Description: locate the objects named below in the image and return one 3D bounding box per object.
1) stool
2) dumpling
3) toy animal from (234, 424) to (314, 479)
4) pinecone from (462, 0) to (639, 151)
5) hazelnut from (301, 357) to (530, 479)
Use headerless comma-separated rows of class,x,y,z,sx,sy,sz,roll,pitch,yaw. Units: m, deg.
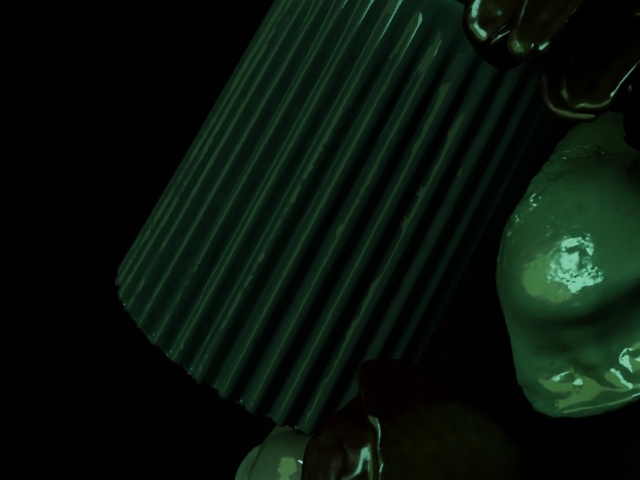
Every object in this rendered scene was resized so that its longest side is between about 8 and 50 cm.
stool,0.027,-0.048,0.738,0.330,0.297,0.297,-62,29,14
dumpling,0.185,0.011,0.591,0.152,0.108,0.219,-10,70,61
toy animal,-0.040,0.327,0.818,0.258,0.193,0.358,107,-176,-66
pinecone,0.196,-0.184,0.490,0.242,0.295,0.299,-19,84,39
hazelnut,0.053,0.191,0.595,0.160,0.170,0.202,26,82,25
